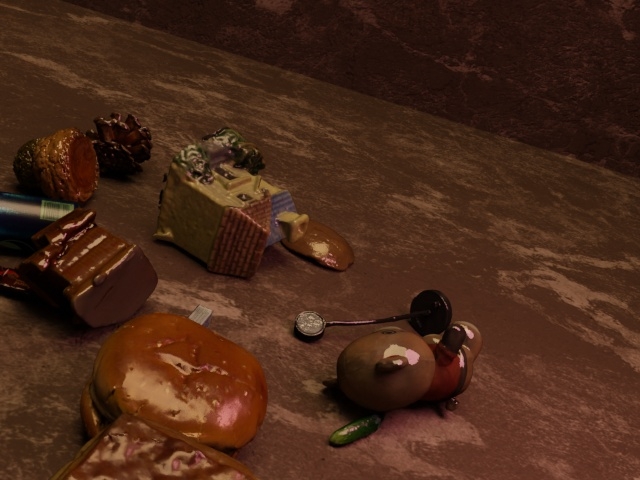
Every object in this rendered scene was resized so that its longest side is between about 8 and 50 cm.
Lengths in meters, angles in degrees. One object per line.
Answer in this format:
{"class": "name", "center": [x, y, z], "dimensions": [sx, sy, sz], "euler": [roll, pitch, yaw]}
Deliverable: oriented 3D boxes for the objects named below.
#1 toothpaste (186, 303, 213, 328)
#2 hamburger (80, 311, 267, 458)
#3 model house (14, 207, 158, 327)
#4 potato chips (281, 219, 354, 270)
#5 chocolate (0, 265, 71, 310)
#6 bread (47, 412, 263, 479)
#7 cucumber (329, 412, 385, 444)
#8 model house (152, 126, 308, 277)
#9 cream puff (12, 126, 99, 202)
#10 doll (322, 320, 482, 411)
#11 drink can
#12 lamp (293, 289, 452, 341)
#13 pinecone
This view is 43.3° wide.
{"class": "toothpaste", "center": [-0.256, 0.182, 1.561], "dimensions": [0.034, 0.046, 0.164], "euler": [21, 26, 7]}
{"class": "hamburger", "center": [-0.231, 0.246, 1.326], "dimensions": [0.290, 0.170, 0.314], "euler": [24, 25, -6]}
{"class": "model house", "center": [-0.455, 0.046, 1.533], "dimensions": [0.229, 0.219, 0.199], "euler": [31, 58, 21]}
{"class": "potato chips", "center": [0.000, -0.001, 2.069], "dimensions": [0.196, 0.061, 0.208], "euler": [8, 27, -27]}
{"class": "chocolate", "center": [-0.557, 0.091, 1.550], "dimensions": [0.183, 0.028, 0.086], "euler": [16, 24, -14]}
{"class": "bread", "center": [-0.241, 0.400, 1.026], "dimensions": [0.278, 0.167, 0.324], "euler": [24, 36, 7]}
{"class": "cucumber", "center": [0.076, 0.344, 1.490], "dimensions": [0.155, 0.037, 0.037], "euler": [-12, 41, -46]}
{"class": "model house", "center": [-0.183, -0.084, 1.886], "dimensions": [0.266, 0.261, 0.321], "euler": [34, 34, 22]}
{"class": "cream puff", "center": [-0.629, -0.172, 1.884], "dimensions": [0.169, 0.183, 0.183], "euler": [-3, 24, 12]}
{"class": "doll", "center": [0.176, 0.255, 1.586], "dimensions": [0.330, 0.235, 0.174], "euler": [4, 70, -37]}
{"class": "drink can", "center": [-0.601, -0.036, 1.662], "dimensions": [0.205, 0.118, 0.118], "euler": [9, 28, -21]}
{"class": "lamp", "center": [0.115, 0.196, 1.797], "dimensions": [0.371, 0.108, 0.130], "euler": [-15, 53, -27]}
{"class": "pinecone", "center": [-0.522, -0.251, 2.089], "dimensions": [0.179, 0.149, 0.195], "euler": [15, 23, 3]}
